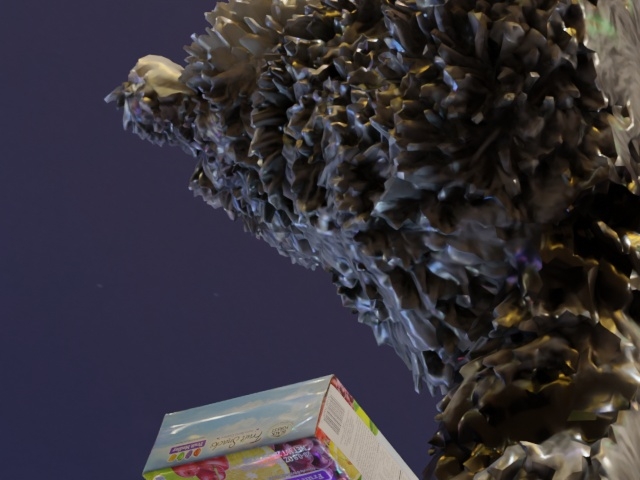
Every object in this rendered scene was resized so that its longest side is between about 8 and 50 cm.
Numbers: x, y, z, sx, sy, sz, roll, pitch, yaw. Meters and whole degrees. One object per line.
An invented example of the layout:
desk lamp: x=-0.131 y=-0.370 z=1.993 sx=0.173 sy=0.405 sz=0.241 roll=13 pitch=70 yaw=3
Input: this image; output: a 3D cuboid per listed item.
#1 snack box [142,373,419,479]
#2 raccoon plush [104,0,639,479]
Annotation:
snack box: x=-0.013 y=0.214 z=1.010 sx=0.174 sy=0.207 sz=0.070 roll=-18 pitch=-144 yaw=32
raccoon plush: x=0.000 y=0.000 z=0.509 sx=0.299 sy=0.446 sz=0.216 roll=-20 pitch=-68 yaw=35
